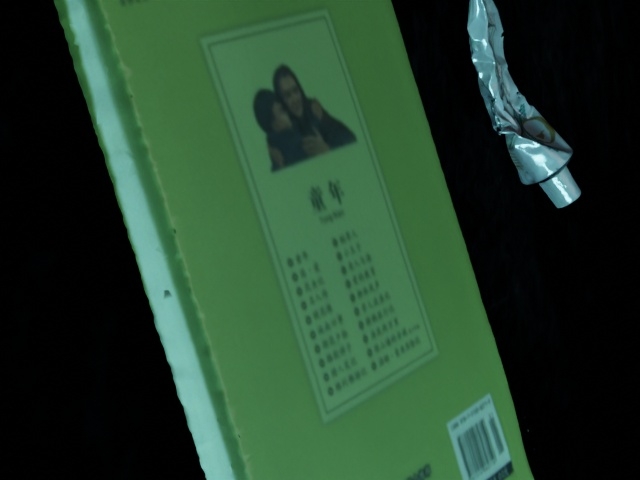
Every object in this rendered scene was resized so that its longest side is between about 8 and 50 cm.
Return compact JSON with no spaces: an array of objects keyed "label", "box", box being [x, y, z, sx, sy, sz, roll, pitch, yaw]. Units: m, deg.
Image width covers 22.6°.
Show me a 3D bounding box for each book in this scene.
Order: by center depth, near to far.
[{"label":"book","box":[0.000,0.000,0.799,0.239,0.035,0.352,-23,97,-52]}]

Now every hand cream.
[{"label":"hand cream","box":[0.158,-0.140,1.330,0.257,0.050,0.084,65,26,-24]}]
